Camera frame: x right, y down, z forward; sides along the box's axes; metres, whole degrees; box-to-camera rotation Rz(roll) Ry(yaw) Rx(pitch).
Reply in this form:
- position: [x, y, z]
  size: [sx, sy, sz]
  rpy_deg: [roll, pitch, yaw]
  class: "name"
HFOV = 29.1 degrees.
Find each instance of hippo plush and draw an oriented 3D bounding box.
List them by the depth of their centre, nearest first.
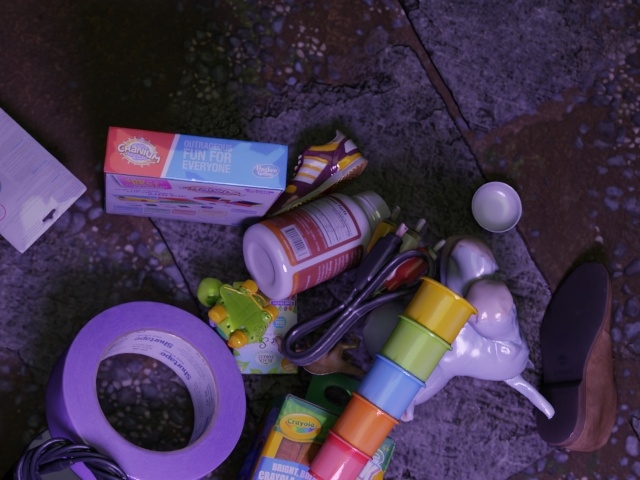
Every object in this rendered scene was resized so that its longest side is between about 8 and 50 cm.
- position: [0.181, 0.140, 1.886]
  size: [0.237, 0.234, 0.294]
  rpy_deg: [-22, 128, 5]
  class: "hippo plush"

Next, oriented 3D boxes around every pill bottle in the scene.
- position: [0.000, 0.000, 1.874]
  size: [0.216, 0.121, 0.121]
  rpy_deg: [-22, 86, -29]
  class: "pill bottle"

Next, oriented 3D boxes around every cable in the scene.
- position: [-0.317, 0.339, 1.658]
  size: [0.185, 0.047, 0.150]
  rpy_deg: [14, 112, 8]
  class: "cable"
- position: [0.071, 0.087, 1.802]
  size: [0.139, 0.072, 0.287]
  rpy_deg: [38, 92, 34]
  class: "cable"

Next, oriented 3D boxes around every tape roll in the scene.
- position: [-0.248, 0.229, 1.768]
  size: [0.275, 0.090, 0.274]
  rpy_deg: [15, 57, -24]
  class: "tape roll"

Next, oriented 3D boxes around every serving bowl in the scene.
- position: [0.281, -0.052, 1.992]
  size: [0.083, 0.027, 0.083]
  rpy_deg: [1, 81, -9]
  class: "serving bowl"

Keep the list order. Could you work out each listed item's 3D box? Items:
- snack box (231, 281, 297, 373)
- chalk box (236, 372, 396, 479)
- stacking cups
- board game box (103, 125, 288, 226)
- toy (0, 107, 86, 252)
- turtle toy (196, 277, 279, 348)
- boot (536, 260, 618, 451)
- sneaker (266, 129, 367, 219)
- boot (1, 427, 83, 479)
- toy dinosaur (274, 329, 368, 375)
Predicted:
- position: [-0.086, 0.135, 1.894]
  size: [0.100, 0.037, 0.141]
  rpy_deg: [1, 82, -8]
  class: "snack box"
- position: [-0.013, 0.331, 1.804]
  size: [0.180, 0.179, 0.288]
  rpy_deg: [23, 78, -7]
  class: "chalk box"
- position: [0.091, 0.200, 1.692]
  size: [0.096, 0.096, 0.316]
  rpy_deg: [36, 83, -3]
  class: "stacking cups"
- position: [-0.187, -0.084, 1.767]
  size: [0.242, 0.316, 0.064]
  rpy_deg: [6, 81, -10]
  class: "board game box"
- position: [-0.480, -0.105, 1.852]
  size: [0.237, 0.056, 0.137]
  rpy_deg: [43, 81, 4]
  class: "toy"
- position: [-0.131, 0.105, 1.837]
  size: [0.130, 0.066, 0.095]
  rpy_deg: [49, 54, 3]
  class: "turtle toy"
- position: [0.422, 0.186, 1.962]
  size: [0.115, 0.112, 0.305]
  rpy_deg: [24, 71, -36]
  class: "boot"
- position: [-0.020, -0.099, 1.933]
  size: [0.185, 0.069, 0.084]
  rpy_deg: [-34, 75, -15]
  class: "sneaker"
- position: [-0.339, 0.532, 1.731]
  size: [0.445, 0.146, 0.367]
  rpy_deg: [44, 69, -4]
  class: "boot"
- position: [0.020, 0.178, 1.838]
  size: [0.093, 0.183, 0.053]
  rpy_deg: [-34, 131, -48]
  class: "toy dinosaur"
